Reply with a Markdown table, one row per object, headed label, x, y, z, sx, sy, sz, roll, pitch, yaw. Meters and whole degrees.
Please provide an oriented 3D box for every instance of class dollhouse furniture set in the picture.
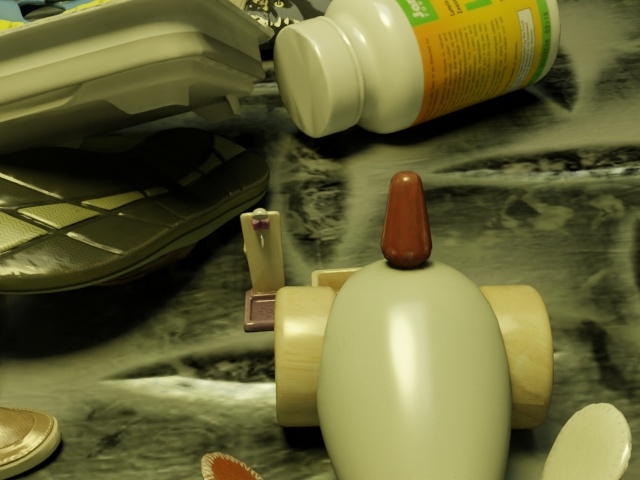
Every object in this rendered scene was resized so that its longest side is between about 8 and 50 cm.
| label | x | y | z | sx | sy | sz | roll | pitch | yaw |
| --- | --- | --- | --- | --- | --- | --- | --- | --- | --- |
| dollhouse furniture set | 0.000 | 0.000 | 0.663 | 0.114 | 0.081 | 0.091 | -4 | 32 | 1 |

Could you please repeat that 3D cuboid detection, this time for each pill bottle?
| label | x | y | z | sx | sy | sz | roll | pitch | yaw |
| --- | --- | --- | --- | --- | --- | --- | --- | --- | --- |
| pill bottle | 0.087 | -0.178 | 0.882 | 0.245 | 0.136 | 0.136 | -21 | 36 | -24 |

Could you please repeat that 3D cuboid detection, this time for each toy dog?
| label | x | y | z | sx | sy | sz | roll | pitch | yaw |
| --- | --- | --- | --- | --- | --- | --- | --- | --- | --- |
| toy dog | 0.053 | 0.089 | 0.441 | 0.220 | 0.161 | 0.334 | -15 | 33 | -15 |

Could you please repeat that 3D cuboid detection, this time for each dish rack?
| label | x | y | z | sx | sy | sz | roll | pitch | yaw |
| --- | --- | --- | --- | --- | --- | --- | --- | --- | --- |
| dish rack | -0.184 | -0.111 | 0.748 | 0.285 | 0.072 | 0.333 | -13 | 4 | 7 |

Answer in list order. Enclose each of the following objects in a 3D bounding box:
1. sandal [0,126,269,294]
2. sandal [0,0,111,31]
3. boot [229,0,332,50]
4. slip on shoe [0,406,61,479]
| label | x | y | z | sx | sy | sz | roll | pitch | yaw |
| --- | --- | --- | --- | --- | --- | --- | --- | --- | --- |
| sandal | -0.144 | -0.011 | 0.705 | 0.120 | 0.086 | 0.303 | 40 | 31 | 20 |
| sandal | -0.318 | -0.205 | 1.007 | 0.317 | 0.126 | 0.138 | -4 | 28 | -15 |
| boot | 0.002 | -0.282 | 1.111 | 0.178 | 0.085 | 0.236 | 7 | 40 | 14 |
| slip on shoe | -0.221 | 0.109 | 0.556 | 0.135 | 0.041 | 0.051 | 0 | 32 | 7 |
